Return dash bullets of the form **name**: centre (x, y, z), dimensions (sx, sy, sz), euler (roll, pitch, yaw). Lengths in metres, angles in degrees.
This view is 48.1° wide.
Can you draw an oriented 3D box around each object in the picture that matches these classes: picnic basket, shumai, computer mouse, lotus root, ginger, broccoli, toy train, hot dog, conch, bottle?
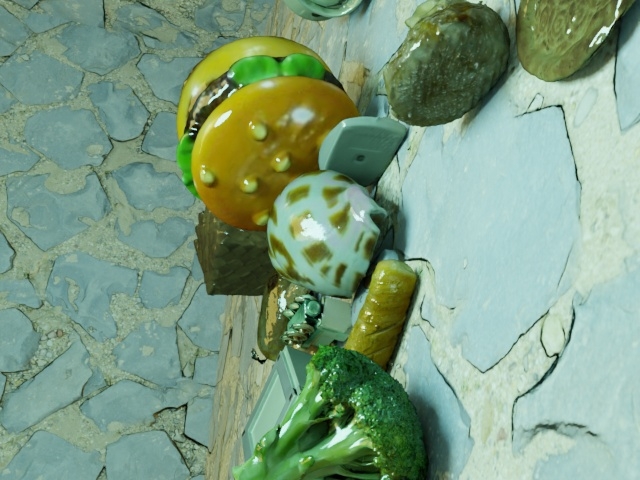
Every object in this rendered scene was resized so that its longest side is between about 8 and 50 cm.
- **picnic basket**: centre (-0.193, -0.021, 1.934), dimensions (0.321, 0.291, 0.254), euler (-106, 28, -43)
- **shumai**: centre (0.161, -0.255, 0.952), dimensions (0.209, 0.161, 0.153), euler (87, -178, -64)
- **computer mouse**: centre (0.069, -0.173, 1.330), dimensions (0.231, 0.128, 0.079), euler (126, 145, -59)
- **lotus root**: centre (-0.077, 0.172, 1.663), dimensions (0.124, 0.123, 0.241), euler (23, -106, -66)
- **ginger**: centre (-0.027, 0.179, 1.545), dimensions (0.149, 0.065, 0.259), euler (1, 71, 40)
- **broccoli**: centre (0.015, 0.289, 0.953), dimensions (0.254, 0.269, 0.269), euler (97, 174, -51)
- **toy train**: centre (-0.008, 0.167, 1.403), dimensions (0.194, 0.125, 0.081), euler (122, 162, -64)
- **hot dog**: centre (0.080, 0.159, 1.136), dimensions (0.061, 0.087, 0.286), euler (-116, 35, -59)
- **conch**: centre (0.000, 0.000, 1.311), dimensions (0.368, 0.197, 0.249), euler (100, 173, -66)
- **bottle**: centre (0.026, -0.641, 1.687), dimensions (0.351, 0.229, 0.229), euler (-153, 74, -73)

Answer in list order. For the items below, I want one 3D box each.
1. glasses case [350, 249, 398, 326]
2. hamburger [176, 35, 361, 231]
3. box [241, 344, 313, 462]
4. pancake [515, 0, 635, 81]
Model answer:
- **glasses case**: centre (0.091, 0.086, 1.217), dimensions (0.178, 0.045, 0.067), euler (115, 163, -46)
- **hamburger**: centre (-0.091, -0.215, 1.494), dimensions (0.277, 0.395, 0.396), euler (63, 143, 43)
- **box**: centre (-0.054, 0.354, 1.364), dimensions (0.225, 0.117, 0.225), euler (-65, 16, 8)
- **pancake**: centre (0.275, -0.287, 0.768), dimensions (0.250, 0.031, 0.250), euler (-171, 90, -76)
